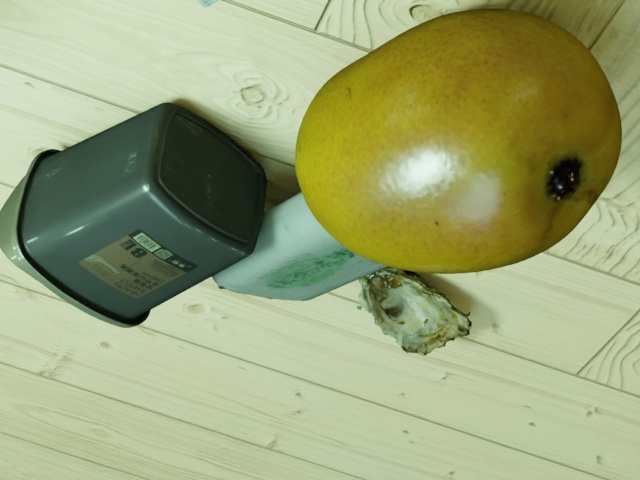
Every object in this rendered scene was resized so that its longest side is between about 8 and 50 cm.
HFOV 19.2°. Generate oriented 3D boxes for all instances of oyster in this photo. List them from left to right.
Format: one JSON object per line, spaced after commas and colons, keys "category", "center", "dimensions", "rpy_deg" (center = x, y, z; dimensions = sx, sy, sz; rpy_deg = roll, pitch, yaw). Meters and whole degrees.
{"category": "oyster", "center": [0.106, 0.079, 2.306], "dimensions": [0.177, 0.056, 0.105], "rpy_deg": [29, 139, -25]}

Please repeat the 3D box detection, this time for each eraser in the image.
{"category": "eraser", "center": [0.000, 0.000, 2.171], "dimensions": [0.174, 0.081, 0.227], "rpy_deg": [8, 159, -37]}

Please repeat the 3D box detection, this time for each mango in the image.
{"category": "mango", "center": [0.117, -0.095, 1.836], "dimensions": [0.221, 0.264, 0.378], "rpy_deg": [36, 159, -35]}

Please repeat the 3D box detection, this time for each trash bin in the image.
{"category": "trash bin", "center": [-0.219, -0.024, 2.159], "dimensions": [0.290, 0.182, 0.209], "rpy_deg": [-25, 132, 39]}

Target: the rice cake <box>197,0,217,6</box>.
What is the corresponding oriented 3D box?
{"category": "rice cake", "center": [-0.115, -0.303, 1.789], "dimensions": [0.034, 0.043, 0.211], "rpy_deg": [11, 149, 14]}
